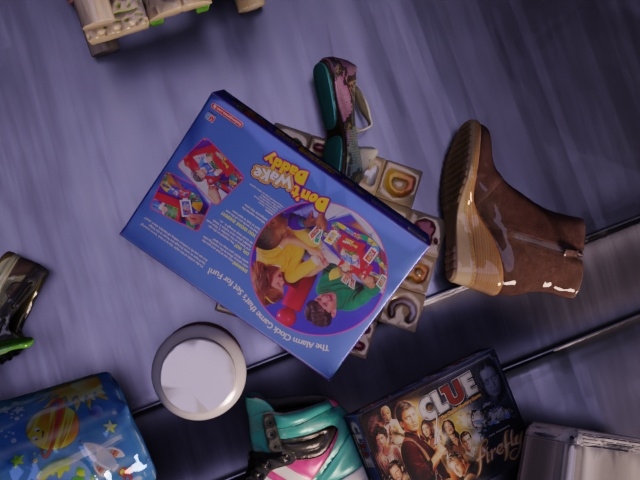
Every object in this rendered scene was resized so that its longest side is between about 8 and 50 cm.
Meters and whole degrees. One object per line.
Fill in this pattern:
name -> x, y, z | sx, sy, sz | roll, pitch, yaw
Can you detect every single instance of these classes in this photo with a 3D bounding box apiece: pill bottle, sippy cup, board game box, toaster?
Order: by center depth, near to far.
sippy cup -> -0.341, 0.287, 1.252 | 0.224, 0.305, 0.240 | -25, 45, -16
pill bottle -> -0.158, 0.168, 1.267 | 0.121, 0.216, 0.121 | 0, 86, -6
board game box -> -0.060, -0.008, 1.312 | 0.347, 0.078, 0.233 | 36, 103, -3
toaster -> 0.357, 0.333, 1.335 | 0.227, 0.129, 0.146 | 13, 80, -27
board game box -> 0.168, 0.269, 1.340 | 0.243, 0.042, 0.165 | -22, 89, -27

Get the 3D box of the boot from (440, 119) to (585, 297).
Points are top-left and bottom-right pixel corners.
boot -> 0.282, -0.042, 1.403 | 0.207, 0.090, 0.248 | 5, 85, -17

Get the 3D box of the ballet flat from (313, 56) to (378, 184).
ballet flat -> 0.039, -0.150, 1.371 | 0.079, 0.077, 0.221 | -3, 87, -25

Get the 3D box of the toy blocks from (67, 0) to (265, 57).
toy blocks -> -0.220, -0.415, 1.245 | 0.288, 0.309, 0.260 | -18, 95, -7

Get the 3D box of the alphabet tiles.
alphabet tiles -> 0.000, 0.000, 1.395 | 0.342, 0.011, 0.285 | 18, 85, -4

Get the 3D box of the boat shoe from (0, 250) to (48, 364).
boat shoe -> -0.433, 0.128, 1.312 | 0.073, 0.080, 0.223 | 18, 81, 1

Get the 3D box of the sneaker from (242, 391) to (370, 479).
sneaker -> -0.079, 0.299, 1.312 | 0.295, 0.124, 0.178 | -27, 95, -14
